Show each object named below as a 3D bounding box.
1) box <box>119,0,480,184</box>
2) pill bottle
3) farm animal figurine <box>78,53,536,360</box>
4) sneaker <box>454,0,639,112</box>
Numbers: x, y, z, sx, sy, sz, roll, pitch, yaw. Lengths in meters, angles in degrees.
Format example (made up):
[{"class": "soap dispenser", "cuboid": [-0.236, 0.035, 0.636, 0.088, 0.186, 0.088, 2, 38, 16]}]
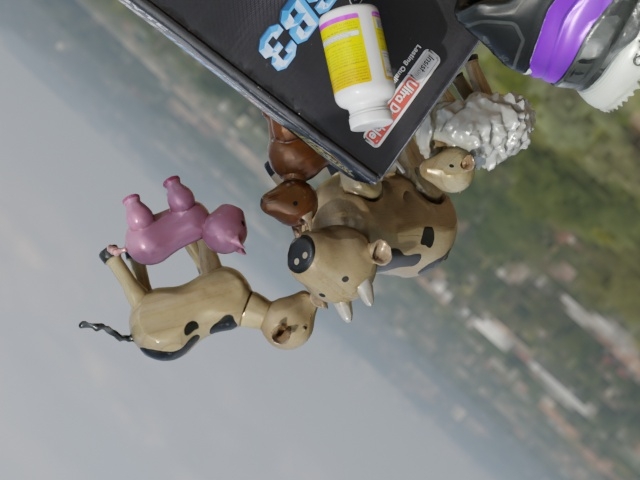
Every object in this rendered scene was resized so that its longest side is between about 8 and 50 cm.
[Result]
[{"class": "box", "cuboid": [0.007, -0.242, 1.415, 0.293, 0.295, 0.073, 38, 175, -13]}, {"class": "pill bottle", "cuboid": [0.027, -0.119, 1.329, 0.043, 0.043, 0.083, 54, -156, -80]}, {"class": "farm animal figurine", "cuboid": [0.000, 0.000, 1.646, 0.327, 0.330, 0.172, -13, -109, -40]}, {"class": "sneaker", "cuboid": [0.166, -0.229, 1.104, 0.146, 0.293, 0.102, 20, -166, -11]}]
